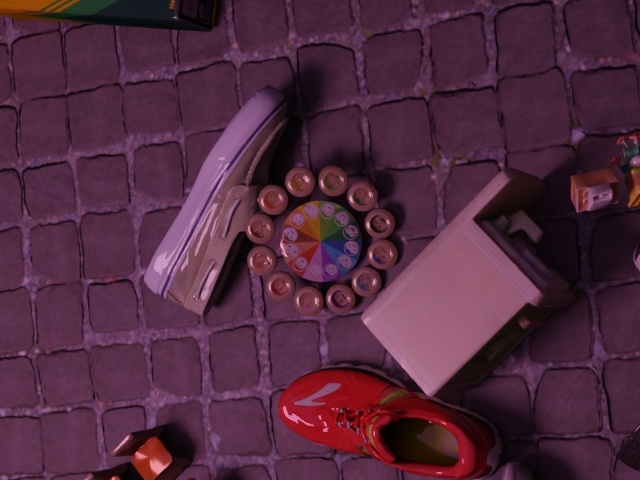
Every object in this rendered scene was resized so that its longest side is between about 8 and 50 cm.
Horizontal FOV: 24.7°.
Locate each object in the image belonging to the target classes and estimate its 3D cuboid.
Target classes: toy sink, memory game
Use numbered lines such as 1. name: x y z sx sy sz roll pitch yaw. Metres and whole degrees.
1. toy sink: 0.188 0.052 1.614 0.234 0.153 0.131 -47 72 14
2. memory game: 0.000 0.000 1.738 0.186 0.012 0.186 1 100 5

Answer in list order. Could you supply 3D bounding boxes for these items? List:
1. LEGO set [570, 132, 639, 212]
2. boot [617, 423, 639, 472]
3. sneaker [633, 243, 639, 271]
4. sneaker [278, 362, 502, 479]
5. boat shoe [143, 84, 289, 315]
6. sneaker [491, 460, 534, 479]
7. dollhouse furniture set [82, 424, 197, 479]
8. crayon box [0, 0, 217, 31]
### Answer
1. LEGO set: 0.398 -0.119 1.550 0.287 0.132 0.107 -23 70 27
2. boot: 0.428 0.199 1.513 0.161 0.083 0.246 39 133 18
3. sneaker: 0.483 0.010 1.525 0.281 0.106 0.162 -33 81 29
4. sneaker: 0.070 0.208 1.676 0.279 0.118 0.107 11 91 24
5. boat shoe: -0.108 -0.046 1.786 0.094 0.109 0.302 32 109 5
6. sneaker: 0.251 0.383 1.620 0.115 0.105 0.281 -9 81 -7
7. dollhouse furniture set: -0.218 0.400 1.784 0.259 0.135 0.262 -45 72 16
8. crayon box: -0.272 -0.461 1.859 0.313 0.106 0.363 7 91 24
